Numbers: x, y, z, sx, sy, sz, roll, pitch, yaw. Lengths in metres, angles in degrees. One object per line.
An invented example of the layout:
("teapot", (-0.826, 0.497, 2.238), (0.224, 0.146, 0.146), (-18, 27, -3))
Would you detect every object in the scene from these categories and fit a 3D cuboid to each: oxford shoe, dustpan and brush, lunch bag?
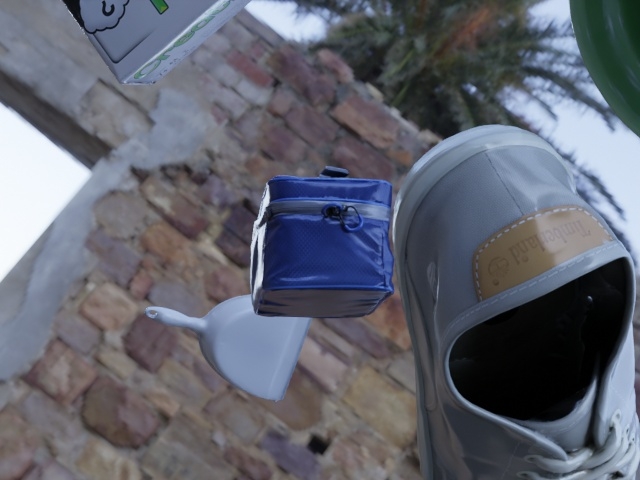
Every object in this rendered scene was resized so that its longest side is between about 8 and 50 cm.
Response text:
("oxford shoe", (0.153, 0.125, 0.709), (0.130, 0.169, 0.449), (58, -9, 47))
("dustpan and brush", (-0.133, 0.126, 1.387), (0.211, 0.147, 0.060), (15, 13, -23))
("lunch bag", (0.000, 0.000, 0.518), (0.067, 0.065, 0.098), (2, -15, -10))

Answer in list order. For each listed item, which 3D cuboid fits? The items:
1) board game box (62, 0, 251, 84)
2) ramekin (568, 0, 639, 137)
("board game box", (-0.043, -0.249, 0.532), (0.193, 0.305, 0.053), (54, 20, 2))
("ramekin", (0.379, -0.213, 0.869), (0.303, 0.148, 0.303), (35, -37, 31))
